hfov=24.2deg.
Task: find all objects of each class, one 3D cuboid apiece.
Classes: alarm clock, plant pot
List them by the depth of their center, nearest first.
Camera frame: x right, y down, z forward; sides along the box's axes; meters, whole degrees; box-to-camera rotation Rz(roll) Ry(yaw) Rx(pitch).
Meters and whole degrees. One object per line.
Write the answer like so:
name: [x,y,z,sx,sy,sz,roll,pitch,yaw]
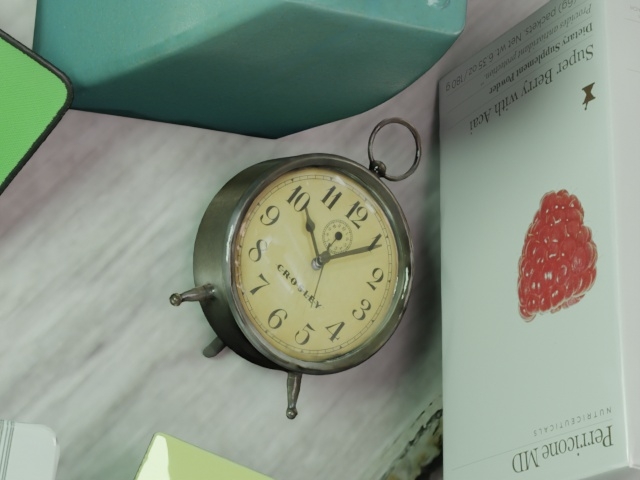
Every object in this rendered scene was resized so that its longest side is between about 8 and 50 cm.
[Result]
plant pot: [-0.030,-0.153,0.784,0.166,0.234,0.165,6,86,-29]
alarm clock: [0.000,0.000,0.898,0.129,0.064,0.192,47,70,-21]

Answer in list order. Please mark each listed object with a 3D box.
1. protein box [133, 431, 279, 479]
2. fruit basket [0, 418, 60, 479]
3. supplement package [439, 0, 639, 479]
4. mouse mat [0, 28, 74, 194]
protein box: [-0.031,0.237,0.789,0.200,0.136,0.201,21,76,6]
fruit basket: [-0.315,0.219,0.660,0.353,0.165,0.327,8,78,0]
supplement package: [0.188,0.019,0.896,0.175,0.177,0.293,12,66,-27]
mouse mat: [-0.240,-0.072,0.750,0.190,0.007,0.152,36,103,-25]
